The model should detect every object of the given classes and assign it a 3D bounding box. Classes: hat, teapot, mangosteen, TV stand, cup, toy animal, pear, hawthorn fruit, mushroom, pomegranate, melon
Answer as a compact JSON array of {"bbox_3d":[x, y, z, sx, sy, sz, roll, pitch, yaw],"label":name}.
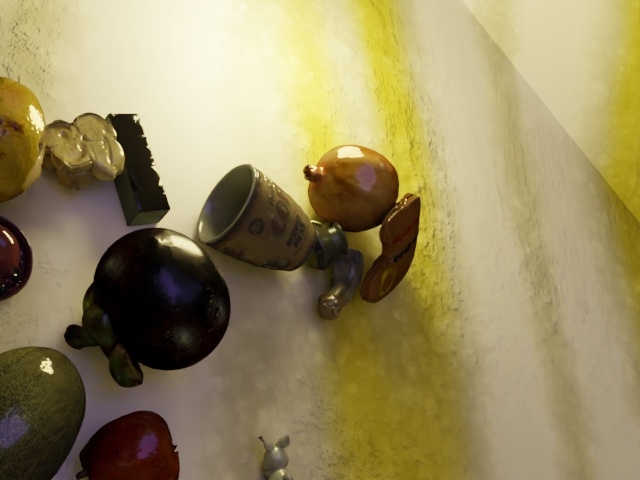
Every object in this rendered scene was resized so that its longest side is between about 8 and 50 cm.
[{"bbox_3d":[-0.691,0.025,1.681,0.205,0.089,0.205,18,56,-29],"label":"hat"},{"bbox_3d":[0.000,0.000,2.185,0.119,0.130,0.165,-20,45,-12],"label":"teapot"},{"bbox_3d":[-0.351,0.135,1.734,0.330,0.330,0.330,18,56,-28],"label":"mangosteen"},{"bbox_3d":[-0.455,-0.175,1.975,0.088,0.083,0.269,-9,70,-38],"label":"TV stand"},{"bbox_3d":[-0.157,-0.055,2.075,0.257,0.227,0.301,35,19,-33],"label":"cup"},{"bbox_3d":[-0.102,0.512,1.854,0.071,0.085,0.124,-4,61,-19],"label":"toy animal"},{"bbox_3d":[-0.691,-0.212,1.705,0.271,0.271,0.271,18,56,-28],"label":"pear"},{"bbox_3d":[-0.385,0.439,1.619,0.202,0.185,0.185,-10,71,-24],"label":"hawthorn fruit"},{"bbox_3d":[0.055,0.122,2.187,0.092,0.081,0.223,48,46,-30],"label":"mushroom"},{"bbox_3d":[0.075,-0.150,2.241,0.270,0.252,0.229,25,71,-32],"label":"pomegranate"},{"bbox_3d":[-0.568,0.337,1.489,0.248,0.248,0.329,40,38,-11],"label":"melon"}]

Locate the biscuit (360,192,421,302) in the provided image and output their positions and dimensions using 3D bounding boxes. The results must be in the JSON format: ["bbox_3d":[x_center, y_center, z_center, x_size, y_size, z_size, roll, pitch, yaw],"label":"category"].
[{"bbox_3d":[0.202,0.026,2.241,0.052,0.277,0.262,21,33,26],"label":"biscuit"}]

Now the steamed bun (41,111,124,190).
[{"bbox_3d":[-0.556,-0.195,1.899,0.192,0.106,0.177,48,51,7],"label":"steamed bun"}]
